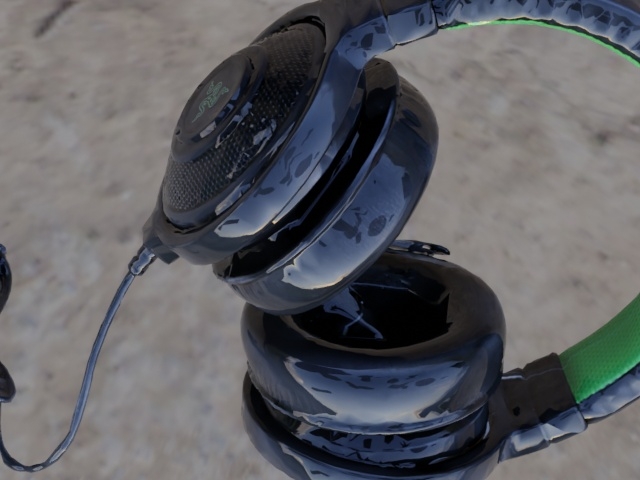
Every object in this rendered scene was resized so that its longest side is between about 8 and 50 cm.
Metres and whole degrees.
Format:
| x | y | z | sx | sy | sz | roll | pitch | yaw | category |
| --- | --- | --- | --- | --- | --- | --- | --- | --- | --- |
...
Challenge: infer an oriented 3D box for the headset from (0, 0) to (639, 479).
| x | y | z | sx | sy | sz | roll | pitch | yaw | category |
| --- | --- | --- | --- | --- | --- | --- | --- | --- | --- |
| 0.000 | 0.000 | 0.920 | 0.394 | 0.185 | 0.243 | -20 | 120 | 4 | headset |
